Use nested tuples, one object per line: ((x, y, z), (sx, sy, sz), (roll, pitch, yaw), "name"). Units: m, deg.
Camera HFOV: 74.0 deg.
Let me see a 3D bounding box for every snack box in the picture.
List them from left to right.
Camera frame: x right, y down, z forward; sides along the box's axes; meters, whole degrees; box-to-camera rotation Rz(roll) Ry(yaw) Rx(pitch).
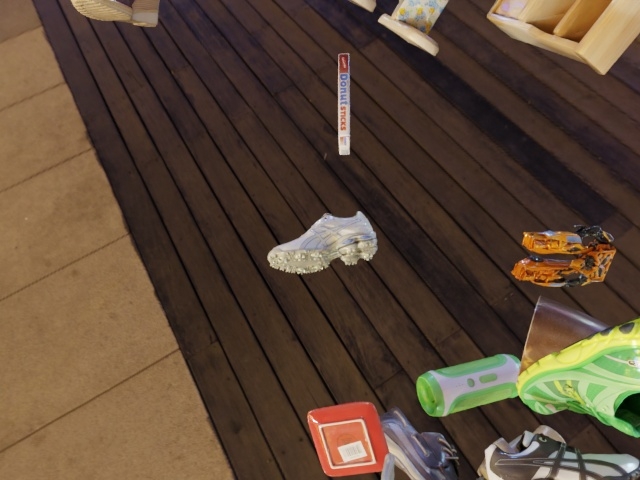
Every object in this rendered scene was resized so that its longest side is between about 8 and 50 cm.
((0.044, -0.253, 0.787), (0.022, 0.064, 0.179), (-1, 70, 5), "snack box")

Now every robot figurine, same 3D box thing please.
((0.735, 0.057, 1.266), (0.290, 0.211, 0.085), (3, 25, -5), "robot figurine")

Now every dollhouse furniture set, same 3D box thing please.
((0.261, -0.430, 0.589), (0.393, 0.362, 0.257), (19, 28, -28), "dollhouse furniture set")

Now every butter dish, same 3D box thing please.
((0.071, 0.426, 0.958), (0.160, 0.118, 0.160), (-16, 92, 15), "butter dish")

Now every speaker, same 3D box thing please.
((0.432, 0.411, 1.214), (0.296, 0.131, 0.131), (-8, 63, -15), "speaker")

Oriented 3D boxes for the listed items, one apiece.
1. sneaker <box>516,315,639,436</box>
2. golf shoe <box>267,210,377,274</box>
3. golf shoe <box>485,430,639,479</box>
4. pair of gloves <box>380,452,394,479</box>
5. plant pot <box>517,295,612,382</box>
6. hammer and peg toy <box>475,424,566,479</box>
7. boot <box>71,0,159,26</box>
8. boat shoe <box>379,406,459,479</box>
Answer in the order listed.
((0.366, 0.201, 0.566), (0.109, 0.296, 0.124), (-12, 61, -12), "sneaker")
((0.000, 0.000, 0.680), (0.176, 0.069, 0.086), (-9, 60, -8), "golf shoe")
((0.311, 0.285, 0.547), (0.197, 0.077, 0.094), (-8, 48, -7), "golf shoe")
((0.127, 0.557, 0.788), (0.042, 0.204, 0.241), (1, 108, 18), "pair of gloves")
((0.594, 0.261, 0.959), (0.230, 0.215, 0.216), (15, 65, 30), "plant pot")
((0.445, 0.545, 0.864), (0.127, 0.362, 0.266), (-27, 51, -15), "hammer and peg toy")
((-0.385, -0.522, 0.786), (0.090, 0.207, 0.248), (3, 21, 8), "boot")
((0.260, 0.521, 1.013), (0.130, 0.132, 0.355), (-46, 41, -15), "boat shoe")
